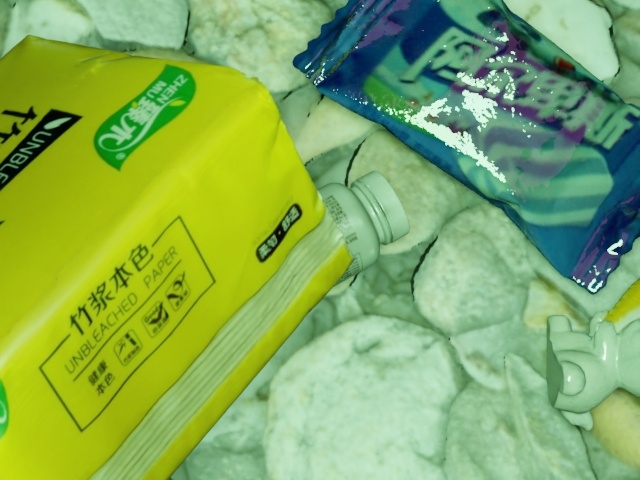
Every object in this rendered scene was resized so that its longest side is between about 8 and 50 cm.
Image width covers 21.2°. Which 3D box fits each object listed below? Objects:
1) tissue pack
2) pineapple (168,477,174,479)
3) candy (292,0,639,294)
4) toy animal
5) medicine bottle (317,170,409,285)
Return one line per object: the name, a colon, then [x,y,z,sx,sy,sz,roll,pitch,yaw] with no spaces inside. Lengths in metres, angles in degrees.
tissue pack: [-0.210,0.050,1.235,0.382,0.293,0.228,-48,131,-27]
pineapple: [-0.129,0.231,1.349,0.125,0.125,0.251,-42,78,-12]
candy: [0.158,-0.118,1.478,0.331,0.077,0.187,38,80,-2]
toy animal: [0.285,0.108,1.455,0.182,0.131,0.127,-2,116,1]
medicine bottle: [0.000,0.000,1.433,0.140,0.079,0.079,-29,84,-10]
